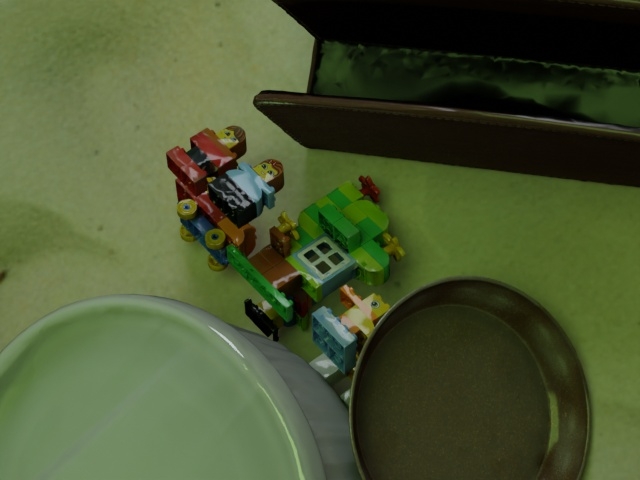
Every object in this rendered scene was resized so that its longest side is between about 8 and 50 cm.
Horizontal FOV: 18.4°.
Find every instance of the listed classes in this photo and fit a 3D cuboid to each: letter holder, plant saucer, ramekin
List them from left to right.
[{"bbox_3d":[-0.088,0.168,1.202,0.273,0.127,0.273,-1,88,29],"label":"ramekin"},{"bbox_3d":[0.086,0.106,1.188,0.168,0.029,0.168,4,82,-26],"label":"plant saucer"},{"bbox_3d":[0.110,-0.134,1.170,0.302,0.214,0.152,8,82,19],"label":"letter holder"}]

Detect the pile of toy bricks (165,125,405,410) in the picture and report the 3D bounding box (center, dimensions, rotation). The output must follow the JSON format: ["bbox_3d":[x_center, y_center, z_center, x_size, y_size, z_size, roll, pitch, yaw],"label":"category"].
[{"bbox_3d":[0.000,0.000,1.250,0.105,0.118,0.212,-33,60,-21],"label":"pile of toy bricks"}]
